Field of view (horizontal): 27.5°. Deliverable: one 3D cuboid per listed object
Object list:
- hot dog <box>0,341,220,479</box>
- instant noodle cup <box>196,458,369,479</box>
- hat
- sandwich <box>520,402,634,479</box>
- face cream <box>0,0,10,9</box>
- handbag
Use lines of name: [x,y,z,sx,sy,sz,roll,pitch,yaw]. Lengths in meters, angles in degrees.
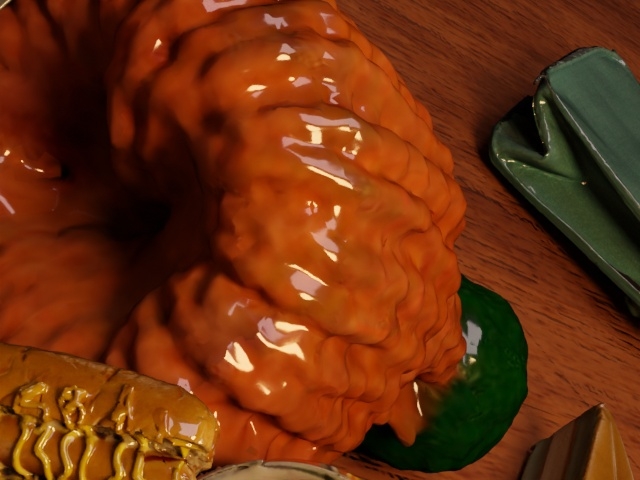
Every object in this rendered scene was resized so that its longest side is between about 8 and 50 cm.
hot dog: [-0.120,0.077,0.514,0.165,0.071,0.045,11,1,12]
instant noodle cup: [0.013,0.192,0.539,0.174,0.213,0.213,41,28,-48]
hat: [0.000,0.000,0.721,0.400,0.285,0.285,11,48,-51]
sandwich: [0.192,0.208,0.900,0.113,0.079,0.163,46,31,-8]
face cream: [-0.241,-0.218,0.686,0.341,0.084,0.137,33,67,28]
handbag: [0.292,-0.049,1.272,0.274,0.100,0.268,51,29,1]
